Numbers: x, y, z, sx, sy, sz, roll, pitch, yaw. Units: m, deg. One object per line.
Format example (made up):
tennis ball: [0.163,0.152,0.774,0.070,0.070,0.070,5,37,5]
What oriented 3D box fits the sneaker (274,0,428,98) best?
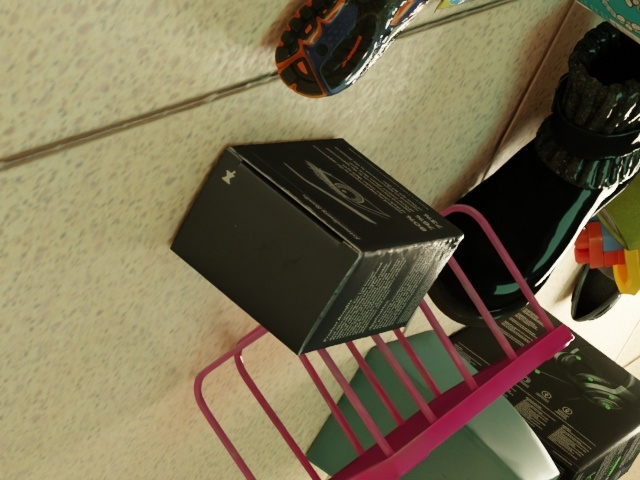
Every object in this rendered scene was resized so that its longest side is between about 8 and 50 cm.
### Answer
sneaker: [0.047,-0.200,1.510,0.221,0.083,0.087,-45,173,-2]

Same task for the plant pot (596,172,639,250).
plant pot: [0.444,-0.124,2.244,0.293,0.274,0.275,-36,159,2]

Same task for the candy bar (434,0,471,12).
candy bar: [0.151,-0.235,1.734,0.161,0.018,0.040,-21,144,-52]

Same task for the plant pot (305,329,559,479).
plant pot: [0.144,0.247,2.218,0.165,0.234,0.166,-59,159,20]

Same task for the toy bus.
toy bus: [0.440,0.007,2.521,0.211,0.149,0.220,-11,137,6]

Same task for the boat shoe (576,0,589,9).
boat shoe: [0.364,-0.307,1.953,0.301,0.108,0.102,-18,143,-45]

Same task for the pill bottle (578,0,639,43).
pill bottle: [0.305,-0.247,1.684,0.146,0.264,0.146,-43,158,-23]

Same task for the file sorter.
file sorter: [0.053,0.115,1.823,0.291,0.182,0.202,-31,177,-44]

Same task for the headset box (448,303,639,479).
headset box: [0.268,0.215,2.413,0.283,0.246,0.131,-26,147,-52]

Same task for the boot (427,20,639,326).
boot: [0.254,-0.082,1.989,0.348,0.131,0.260,-47,172,-26]

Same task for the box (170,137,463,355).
box: [0.000,0.000,1.617,0.207,0.153,0.108,-8,134,-60]

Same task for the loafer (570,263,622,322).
loafer: [0.414,0.028,2.646,0.078,0.076,0.223,-39,161,-53]
